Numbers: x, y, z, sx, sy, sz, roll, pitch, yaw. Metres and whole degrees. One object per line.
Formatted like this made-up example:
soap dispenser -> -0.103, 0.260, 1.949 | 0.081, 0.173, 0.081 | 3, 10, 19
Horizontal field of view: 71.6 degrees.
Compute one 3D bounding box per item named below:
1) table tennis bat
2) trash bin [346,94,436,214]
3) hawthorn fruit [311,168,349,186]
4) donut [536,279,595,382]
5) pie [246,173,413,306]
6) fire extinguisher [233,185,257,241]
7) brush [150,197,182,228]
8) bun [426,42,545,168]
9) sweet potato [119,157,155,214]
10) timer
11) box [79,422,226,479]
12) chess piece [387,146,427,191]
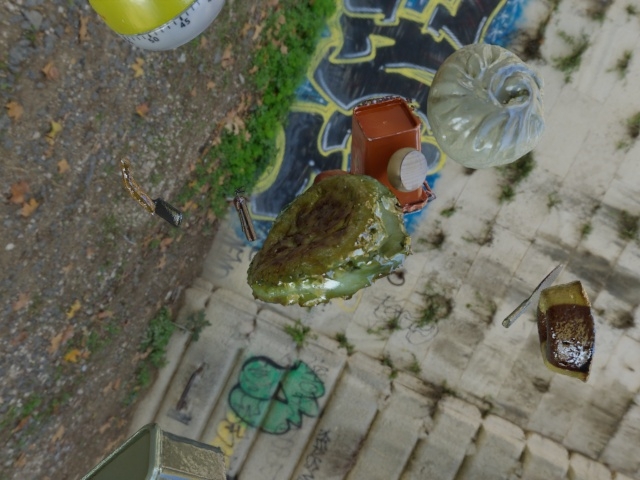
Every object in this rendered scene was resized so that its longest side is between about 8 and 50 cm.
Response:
table tennis bat -> 0.590, 0.158, 1.232 | 0.274, 0.021, 0.154 | -31, 145, -28
trash bin -> 0.152, -0.172, 0.951 | 0.239, 0.184, 0.161 | 83, -7, -50
hawthorn fruit -> 0.068, -0.125, 1.290 | 0.157, 0.193, 0.157 | 11, 90, -77
donut -> 0.431, 0.159, 0.787 | 0.184, 0.073, 0.166 | 62, 31, -51
pie -> 0.000, 0.000, 0.808 | 0.354, 0.103, 0.288 | -14, -144, 33
fire extinguisher -> -0.188, -0.057, 1.082 | 0.049, 0.035, 0.173 | -58, 153, -34
brush -> -0.482, -0.105, 1.293 | 0.016, 0.193, 0.063 | -46, 168, -53
bun -> 0.476, -0.376, 1.246 | 0.211, 0.359, 0.360 | -143, -102, -85
sweet potato -> -0.459, -0.129, 1.097 | 0.179, 0.044, 0.044 | 73, 31, -44
timer -> -0.320, -0.510, 0.773 | 0.285, 0.285, 0.285 | -155, -90, -88
box -> -0.325, 0.479, 0.841 | 0.274, 0.178, 0.138 | -41, -142, 18
chess piece -> 0.163, -0.133, 0.835 | 0.038, 0.083, 0.084 | 17, -101, 49
